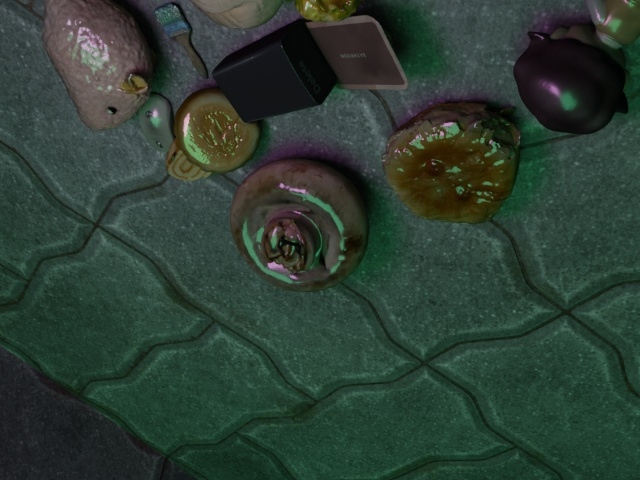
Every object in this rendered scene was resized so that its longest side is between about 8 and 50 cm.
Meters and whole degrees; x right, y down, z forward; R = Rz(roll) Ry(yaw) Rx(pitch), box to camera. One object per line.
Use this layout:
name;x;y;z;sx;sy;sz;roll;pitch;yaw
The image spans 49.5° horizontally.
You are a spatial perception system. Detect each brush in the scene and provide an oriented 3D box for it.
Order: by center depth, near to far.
brush;-0.314;-0.457;1.616;0.070;0.021;0.196;-8;129;29

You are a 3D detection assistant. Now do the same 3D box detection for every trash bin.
trash bin;-0.109;-0.366;1.550;0.226;0.115;0.165;-10;127;37

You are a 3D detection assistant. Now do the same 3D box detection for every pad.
pad;0.067;-0.387;1.456;0.266;0.002;0.176;17;147;53

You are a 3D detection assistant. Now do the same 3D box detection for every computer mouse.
computer mouse;-0.421;-0.290;1.793;0.089;0.056;0.181;10;135;18

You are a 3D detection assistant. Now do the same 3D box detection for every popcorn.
popcorn;0.018;-0.518;1.315;0.170;0.189;0.218;25;137;-8

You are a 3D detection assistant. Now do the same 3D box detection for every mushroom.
mushroom;-0.062;-0.023;1.732;0.363;0.294;0.362;8;122;13

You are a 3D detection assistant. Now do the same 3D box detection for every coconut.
coconut;0.111;-0.412;1.463;0.082;0.083;0.081;-16;163;9

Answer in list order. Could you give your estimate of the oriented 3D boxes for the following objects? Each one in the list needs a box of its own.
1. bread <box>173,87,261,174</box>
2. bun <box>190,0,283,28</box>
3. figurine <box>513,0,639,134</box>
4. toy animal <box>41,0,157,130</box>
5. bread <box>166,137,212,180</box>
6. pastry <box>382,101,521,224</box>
bread;-0.254;-0.265;1.692;0.214;0.105;0.213;-5;110;-14
bun;-0.193;-0.559;1.241;0.365;0.219;0.365;31;128;51
figurine;0.516;-0.376;1.315;0.218;0.206;0.365;16;114;-27
toy animal;-0.502;-0.433;1.591;0.227;0.188;0.358;-9;128;14
bread;-0.329;-0.214;1.799;0.122;0.073;0.149;18;136;-26
pastry;0.295;-0.176;1.578;0.330;0.136;0.329;10;136;10
